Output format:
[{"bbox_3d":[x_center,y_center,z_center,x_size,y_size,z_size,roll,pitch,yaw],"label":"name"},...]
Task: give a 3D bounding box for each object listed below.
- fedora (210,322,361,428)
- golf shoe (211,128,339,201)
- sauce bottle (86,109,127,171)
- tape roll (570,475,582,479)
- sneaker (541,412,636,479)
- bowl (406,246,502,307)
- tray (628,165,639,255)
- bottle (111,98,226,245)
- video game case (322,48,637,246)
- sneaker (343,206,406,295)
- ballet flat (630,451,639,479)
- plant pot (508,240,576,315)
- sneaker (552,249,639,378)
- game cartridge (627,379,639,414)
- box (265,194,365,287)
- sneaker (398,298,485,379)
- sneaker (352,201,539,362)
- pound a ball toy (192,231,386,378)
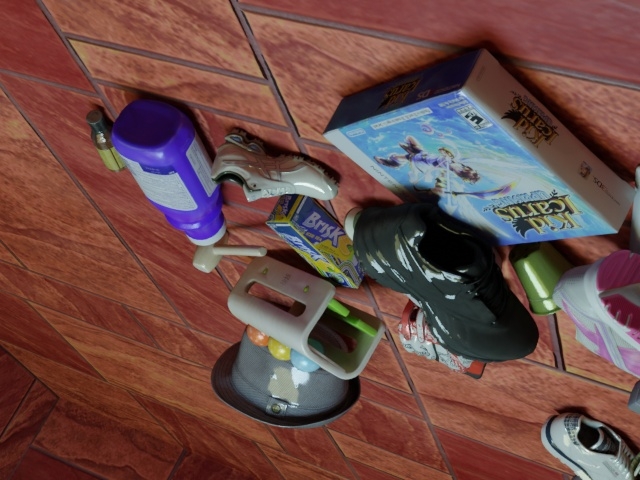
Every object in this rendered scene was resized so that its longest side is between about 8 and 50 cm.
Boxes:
[{"bbox_3d":[-0.057,0.215,2.020,0.275,0.244,0.124,23,128,18],"label":"fedora"},{"bbox_3d":[-0.064,-0.078,1.511,0.176,0.086,0.069,21,155,12],"label":"golf shoe"},{"bbox_3d":[-0.325,-0.153,1.707,0.042,0.042,0.128,21,154,17],"label":"sauce bottle"},{"bbox_3d":[0.563,0.523,2.108,0.219,0.072,0.219,24,158,10],"label":"tape roll"},{"bbox_3d":[0.477,0.362,1.851,0.235,0.090,0.095,32,148,-15],"label":"sneaker"},{"bbox_3d":[0.156,0.035,1.469,0.142,0.053,0.142,-23,129,26],"label":"bowl"},{"bbox_3d":[0.411,0.017,1.244,0.145,0.030,0.270,19,156,22],"label":"tray"},{"bbox_3d":[-0.207,-0.089,1.638,0.118,0.092,0.283,18,156,24],"label":"bottle"},{"bbox_3d":[0.168,-0.087,1.244,0.244,0.061,0.269,37,159,-22],"label":"video game case"},{"bbox_3d":[0.120,0.023,1.540,0.192,0.064,0.086,42,159,-23],"label":"sneaker"},{"bbox_3d":[0.536,0.362,1.668,0.123,0.123,0.348,26,175,5],"label":"ballet flat"},{"bbox_3d":[0.275,0.036,1.394,0.079,0.083,0.083,51,151,-19],"label":"plant pot"},{"bbox_3d":[0.369,0.102,1.323,0.252,0.103,0.111,47,156,-25],"label":"sneaker"},{"bbox_3d":[0.613,0.256,1.495,0.355,0.068,0.230,26,162,3],"label":"game cartridge"},{"bbox_3d":[0.000,0.000,1.638,0.054,0.059,0.169,1,145,49],"label":"box"},{"bbox_3d":[0.188,0.123,1.648,0.145,0.090,0.270,21,160,10],"label":"sneaker"},{"bbox_3d":[0.172,0.055,1.348,0.286,0.109,0.130,36,151,-23],"label":"sneaker"},{"bbox_3d":[-0.075,0.103,1.776,0.208,0.136,0.319,36,171,-30],"label":"pound a ball toy"}]
